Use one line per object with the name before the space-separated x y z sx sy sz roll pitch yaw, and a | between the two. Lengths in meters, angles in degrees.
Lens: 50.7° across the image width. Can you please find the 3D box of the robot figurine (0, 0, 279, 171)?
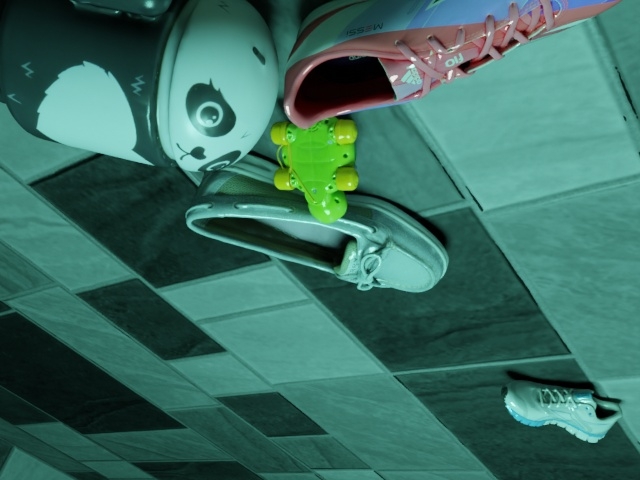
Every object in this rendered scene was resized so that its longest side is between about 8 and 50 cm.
robot figurine | -0.178 -0.159 0.625 0.278 0.209 0.174 13 105 6

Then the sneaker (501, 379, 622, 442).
sneaker | 0.368 0.244 1.024 0.190 0.071 0.083 16 138 -12

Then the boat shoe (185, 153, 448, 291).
boat shoe | 0.000 -0.002 0.817 0.320 0.103 0.118 24 143 -8

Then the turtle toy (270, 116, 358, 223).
turtle toy | 0.002 -0.080 0.731 0.095 0.066 0.130 3 107 20

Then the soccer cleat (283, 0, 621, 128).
soccer cleat | 0.107 -0.169 0.547 0.318 0.117 0.109 -10 135 32
